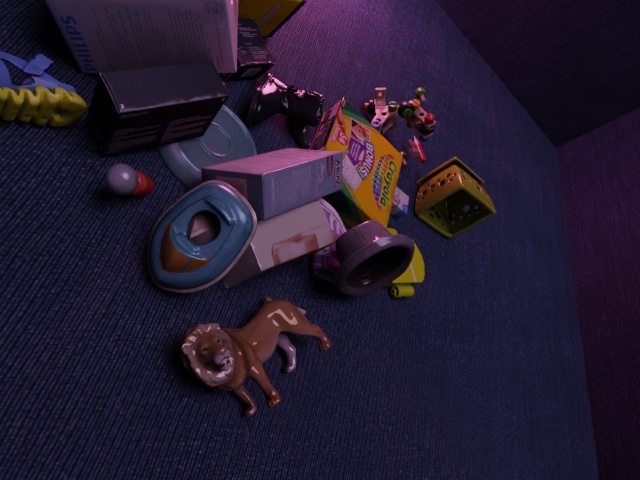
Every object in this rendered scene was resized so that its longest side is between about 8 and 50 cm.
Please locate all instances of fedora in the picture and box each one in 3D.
[{"bbox_3d":[0.128,0.036,1.439,0.124,0.244,0.275,61,7,26],"label":"fedora"}]

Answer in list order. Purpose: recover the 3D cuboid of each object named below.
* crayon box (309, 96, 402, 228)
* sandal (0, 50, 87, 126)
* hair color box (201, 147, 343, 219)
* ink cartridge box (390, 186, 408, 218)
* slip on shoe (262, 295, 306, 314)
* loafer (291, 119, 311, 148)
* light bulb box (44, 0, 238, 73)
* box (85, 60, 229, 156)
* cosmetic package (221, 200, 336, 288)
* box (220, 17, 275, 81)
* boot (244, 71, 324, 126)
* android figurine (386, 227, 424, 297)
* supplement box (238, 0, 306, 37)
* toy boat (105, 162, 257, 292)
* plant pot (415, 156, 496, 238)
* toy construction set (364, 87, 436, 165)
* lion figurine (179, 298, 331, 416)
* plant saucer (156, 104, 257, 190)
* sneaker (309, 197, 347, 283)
[{"bbox_3d":[0.113,-0.240,1.730,0.313,0.106,0.362,38,49,-25],"label":"crayon box"},{"bbox_3d":[-0.622,-0.304,1.004,0.318,0.126,0.138,-6,70,-56],"label":"sandal"},{"bbox_3d":[-0.109,-0.158,1.357,0.375,0.186,0.113,-29,123,-54],"label":"hair color box"},{"bbox_3d":[0.257,-0.149,1.883,0.123,0.052,0.088,35,47,-27],"label":"ink cartridge box"},{"bbox_3d":[-0.095,0.177,1.344,0.135,0.051,0.041,23,93,-47],"label":"slip on shoe"},{"bbox_3d":[-0.058,-0.376,1.670,0.062,0.061,0.169,-1,70,-48],"label":"loafer"},{"bbox_3d":[-0.378,-0.587,1.199,0.362,0.225,0.357,-1,64,-4],"label":"light bulb box"},{"bbox_3d":[-0.363,-0.296,1.171,0.261,0.184,0.103,-22,85,-38],"label":"box"},{"bbox_3d":[-0.116,0.005,1.329,0.296,0.153,0.129,-20,85,-48],"label":"cosmetic package"},{"bbox_3d":[-0.242,-0.568,1.559,0.156,0.093,0.158,-26,90,-50],"label":"box"},{"bbox_3d":[-0.099,-0.394,1.560,0.207,0.094,0.246,21,44,-6],"label":"boot"},{"bbox_3d":[0.257,0.070,1.758,0.273,0.056,0.248,1,68,-46],"label":"android figurine"},{"bbox_3d":[-0.252,-0.763,1.579,0.357,0.195,0.194,-18,83,-50],"label":"supplement box"},{"bbox_3d":[-0.311,-0.043,1.111,0.318,0.267,0.148,40,2,4],"label":"toy boat"},{"bbox_3d":[0.514,-0.177,2.044,0.227,0.228,0.207,31,43,-31],"label":"plant pot"},{"bbox_3d":[0.302,-0.458,2.003,0.309,0.258,0.237,47,25,-48],"label":"toy construction set"},{"bbox_3d":[-0.141,0.231,1.201,0.240,0.142,0.392,59,33,-5],"label":"lion figurine"},{"bbox_3d":[-0.285,-0.257,1.382,0.318,0.044,0.317,23,53,-36],"label":"plant saucer"},{"bbox_3d":[0.001,0.000,1.497,0.282,0.102,0.161,51,44,-14],"label":"sneaker"}]
